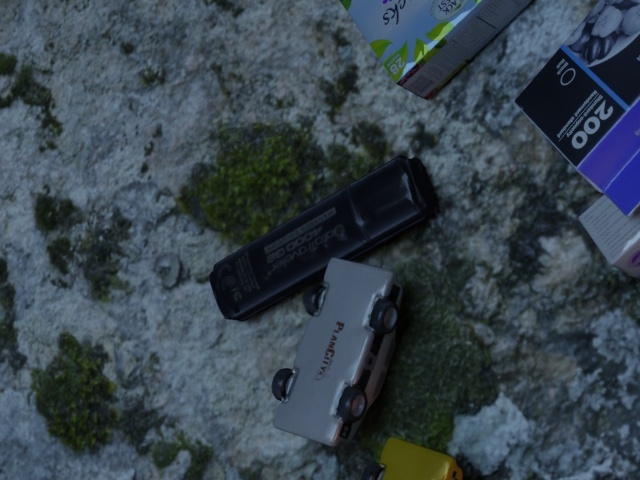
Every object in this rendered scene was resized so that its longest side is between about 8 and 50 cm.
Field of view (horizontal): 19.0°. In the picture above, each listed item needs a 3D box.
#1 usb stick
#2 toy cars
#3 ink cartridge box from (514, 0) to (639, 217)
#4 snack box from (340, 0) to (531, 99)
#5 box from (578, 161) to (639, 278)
[{"bbox_3d":[0.000,0.000,2.018,0.278,0.045,0.077,-30,69,26],"label":"usb stick"},{"bbox_3d":[0.056,0.206,1.901,0.176,0.087,0.394,-29,59,21],"label":"toy cars"},{"bbox_3d":[0.298,-0.153,1.795,0.206,0.045,0.208,-49,35,11],"label":"ink cartridge box"},{"bbox_3d":[0.127,-0.280,1.984,0.207,0.070,0.174,-43,56,20],"label":"snack box"},{"bbox_3d":[0.381,-0.096,1.753,0.324,0.063,0.067,-44,55,19],"label":"box"}]
